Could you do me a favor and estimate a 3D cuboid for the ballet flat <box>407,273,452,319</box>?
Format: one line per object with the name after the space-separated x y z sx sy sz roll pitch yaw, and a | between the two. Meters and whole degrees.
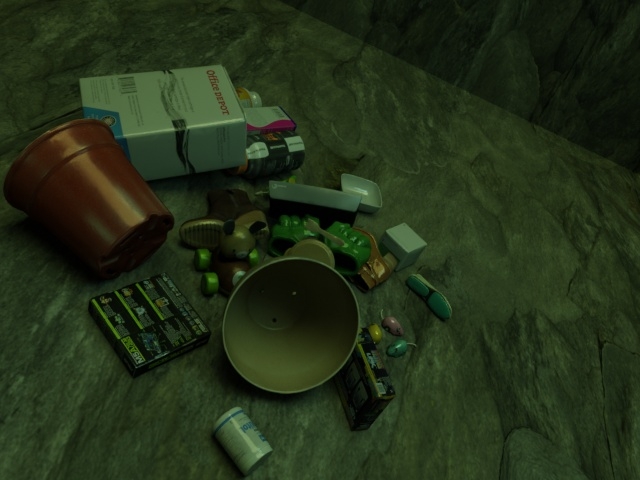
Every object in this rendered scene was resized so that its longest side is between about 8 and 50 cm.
0.319 0.153 1.559 0.052 0.057 0.168 -11 52 -51 | ballet flat

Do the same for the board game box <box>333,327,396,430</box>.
0.086 0.299 1.188 0.048 0.141 0.170 2 45 -26 | board game box

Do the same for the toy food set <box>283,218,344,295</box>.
-0.029 0.055 1.398 0.132 0.192 0.038 31 3 1 | toy food set

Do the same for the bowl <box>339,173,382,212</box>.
0.124 -0.146 1.780 0.142 0.053 0.142 14 41 -15 | bowl

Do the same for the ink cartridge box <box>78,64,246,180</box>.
-0.422 -0.319 1.487 0.394 0.166 0.286 -11 50 -16 | ink cartridge box

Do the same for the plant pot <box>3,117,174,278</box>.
-0.484 -0.075 1.202 0.265 0.272 0.272 45 41 9 | plant pot

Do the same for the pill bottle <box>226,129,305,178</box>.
-0.175 -0.261 1.673 0.245 0.130 0.130 -19 57 -42 | pill bottle

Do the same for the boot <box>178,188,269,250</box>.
-0.274 -0.066 1.459 0.248 0.090 0.207 -3 35 -31 | boot

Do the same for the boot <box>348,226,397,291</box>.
0.108 0.049 1.543 0.197 0.073 0.152 36 45 19 | boot

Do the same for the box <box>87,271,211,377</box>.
-0.357 0.170 1.155 0.184 0.045 0.191 -24 61 -42 | box

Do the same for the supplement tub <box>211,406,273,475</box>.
-0.147 0.374 1.027 0.107 0.071 0.071 45 42 21 | supplement tub

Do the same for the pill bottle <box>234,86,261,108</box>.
-0.300 -0.443 1.814 0.215 0.117 0.117 -22 60 -44 | pill bottle

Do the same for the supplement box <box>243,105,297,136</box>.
-0.205 -0.356 1.777 0.220 0.114 0.111 -13 54 -41 | supplement box

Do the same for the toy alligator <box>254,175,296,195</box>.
-0.126 -0.145 1.639 0.189 0.056 0.051 -34 108 -48 | toy alligator

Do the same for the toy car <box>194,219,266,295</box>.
-0.195 0.024 1.295 0.155 0.188 0.149 -1 46 -31 | toy car

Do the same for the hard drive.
-0.021 -0.092 1.531 0.254 0.172 0.054 10 67 0 | hard drive

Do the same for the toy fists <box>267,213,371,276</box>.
0.000 0.000 1.477 0.279 0.096 0.142 13 31 10 | toy fists

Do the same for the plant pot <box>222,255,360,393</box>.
-0.077 0.158 1.189 0.284 0.284 0.191 14 6 -16 | plant pot

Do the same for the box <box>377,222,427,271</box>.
0.239 0.019 1.633 0.102 0.087 0.101 -20 58 -43 | box

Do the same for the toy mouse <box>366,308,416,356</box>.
0.188 0.241 1.400 0.143 0.031 0.161 21 39 -8 | toy mouse
